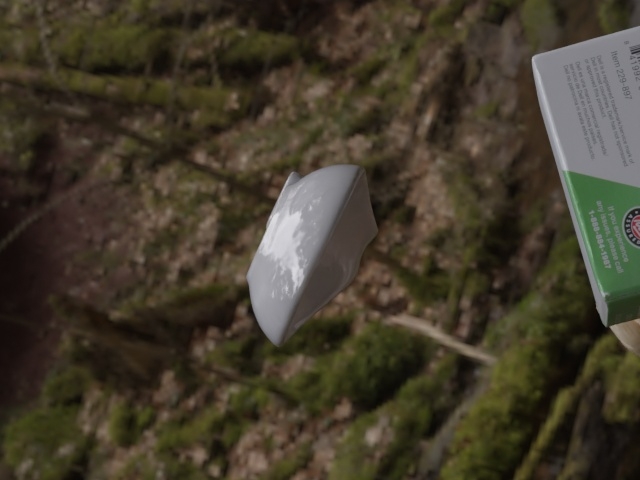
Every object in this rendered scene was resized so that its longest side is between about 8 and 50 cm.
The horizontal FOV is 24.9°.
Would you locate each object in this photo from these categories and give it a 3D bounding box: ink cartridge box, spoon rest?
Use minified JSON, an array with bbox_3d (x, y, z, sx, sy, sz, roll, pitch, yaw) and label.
[{"bbox_3d":[0.246,-0.054,0.839,0.093,0.212,0.154,50,-155,-71],"label":"ink cartridge box"},{"bbox_3d":[0.000,0.000,1.070,0.276,0.084,0.137,-88,22,-81],"label":"spoon rest"}]

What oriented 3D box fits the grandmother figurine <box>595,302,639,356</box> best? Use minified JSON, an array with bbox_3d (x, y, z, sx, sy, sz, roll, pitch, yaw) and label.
[{"bbox_3d":[0.346,-0.052,1.111,0.342,0.207,0.104,-58,41,29],"label":"grandmother figurine"}]
